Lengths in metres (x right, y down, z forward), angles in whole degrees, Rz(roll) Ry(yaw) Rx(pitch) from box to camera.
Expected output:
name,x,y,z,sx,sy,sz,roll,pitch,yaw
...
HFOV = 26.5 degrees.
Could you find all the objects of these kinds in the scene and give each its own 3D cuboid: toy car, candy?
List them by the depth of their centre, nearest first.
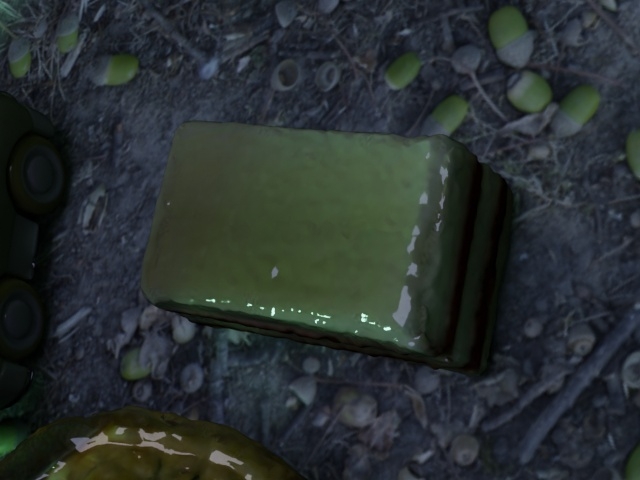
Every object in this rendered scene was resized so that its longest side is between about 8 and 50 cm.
name,x,y,z,sx,sy,sz,roll,pitch,yaw
candy,0.000,0.000,1.184,0.321,0.135,0.179,8,77,34
toy car,-0.426,-0.002,1.399,0.242,0.226,0.335,-4,71,32

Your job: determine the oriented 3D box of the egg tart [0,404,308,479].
name,x,y,z,sx,sy,sz,roll,pitch,yaw
egg tart,-0.157,0.356,1.064,0.443,0.178,0.443,-1,85,12
